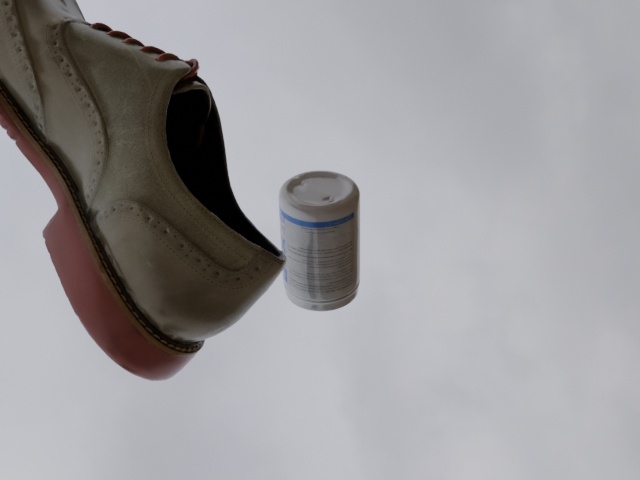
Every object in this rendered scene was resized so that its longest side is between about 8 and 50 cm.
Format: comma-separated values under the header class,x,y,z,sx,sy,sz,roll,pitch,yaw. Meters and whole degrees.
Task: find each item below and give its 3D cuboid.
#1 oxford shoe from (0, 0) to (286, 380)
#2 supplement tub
class,x,y,z,sx,sy,sz,roll,pitch,yaw
oxford shoe,-0.130,-0.090,0.581,0.348,0.130,0.123,60,-163,15
supplement tub,0.000,0.000,0.775,0.071,0.071,0.107,-47,-35,-48
